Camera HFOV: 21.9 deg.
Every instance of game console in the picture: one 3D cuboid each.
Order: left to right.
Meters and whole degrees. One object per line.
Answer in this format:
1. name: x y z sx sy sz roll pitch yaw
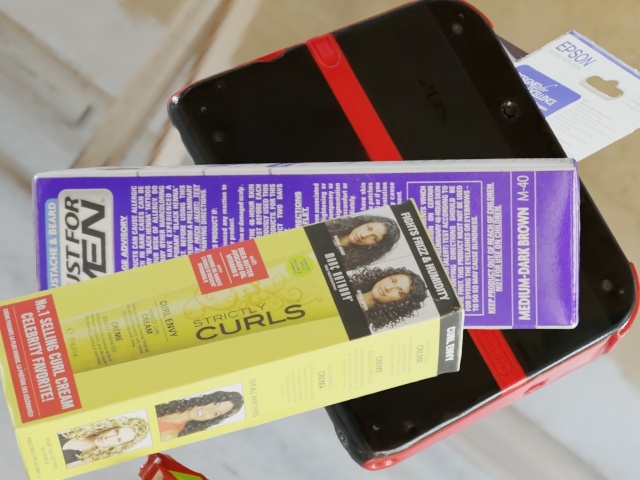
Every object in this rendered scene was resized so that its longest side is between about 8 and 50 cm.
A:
1. game console: 0.085 -0.024 1.511 0.387 0.342 0.060 61 -24 11

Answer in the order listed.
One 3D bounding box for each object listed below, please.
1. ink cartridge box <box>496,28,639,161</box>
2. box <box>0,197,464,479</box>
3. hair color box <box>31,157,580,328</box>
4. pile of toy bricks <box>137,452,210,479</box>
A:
1. ink cartridge box: 0.211 -0.140 1.850 0.303 0.307 0.072 19 46 -54
2. box: -0.048 0.050 0.855 0.058 0.232 0.087 87 -14 -51
3. hair color box: 0.000 0.000 1.091 0.338 0.110 0.185 1 4 9
4. pile of toy bricks: -0.055 0.180 0.922 0.105 0.118 0.212 37 5 31
